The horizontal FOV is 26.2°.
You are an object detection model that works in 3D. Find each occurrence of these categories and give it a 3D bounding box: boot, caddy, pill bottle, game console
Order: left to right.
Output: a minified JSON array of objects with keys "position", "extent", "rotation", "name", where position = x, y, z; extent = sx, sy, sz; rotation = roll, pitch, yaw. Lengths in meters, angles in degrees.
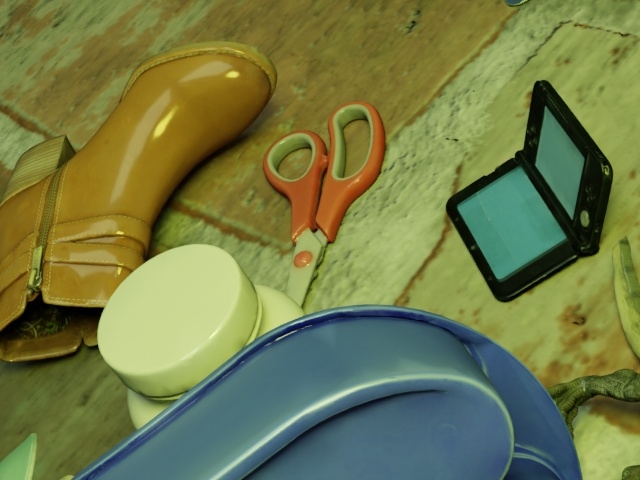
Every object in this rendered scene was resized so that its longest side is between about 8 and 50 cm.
[{"position":[-0.157,-0.031,1.119],"extent":[0.283,0.109,0.220],"rotation":[-21,41,17],"name":"boot"},{"position":[-0.040,0.105,0.828],"extent":[0.121,0.216,0.121],"rotation":[-18,43,18],"name":"pill bottle"},{"position":[-0.008,0.188,0.703],"extent":[0.341,0.241,0.179],"rotation":[-36,11,-4],"name":"caddy"},{"position":[0.143,-0.037,0.965],"extent":[0.071,0.107,0.122],"rotation":[-8,39,-14],"name":"game console"}]

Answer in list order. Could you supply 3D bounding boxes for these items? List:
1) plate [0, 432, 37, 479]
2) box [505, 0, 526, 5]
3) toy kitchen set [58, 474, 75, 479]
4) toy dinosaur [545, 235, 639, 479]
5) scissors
[{"position":[-0.193,0.192,0.745],"extent":[0.188,0.024,0.188],"rotation":[-160,90,-77],"name":"plate"},{"position":[0.238,-0.295,1.181],"extent":[0.225,0.036,0.136],"rotation":[-28,41,8],"name":"box"},{"position":[-0.179,0.280,0.854],"extent":[0.207,0.122,0.166],"rotation":[-37,36,28],"name":"toy kitchen set"},{"position":[0.203,0.099,0.804],"extent":[0.118,0.064,0.268],"rotation":[-32,35,-3],"name":"toy dinosaur"},{"position":[0.000,0.000,1.055],"extent":[0.109,0.021,0.297],"rotation":[-16,42,17],"name":"scissors"}]
